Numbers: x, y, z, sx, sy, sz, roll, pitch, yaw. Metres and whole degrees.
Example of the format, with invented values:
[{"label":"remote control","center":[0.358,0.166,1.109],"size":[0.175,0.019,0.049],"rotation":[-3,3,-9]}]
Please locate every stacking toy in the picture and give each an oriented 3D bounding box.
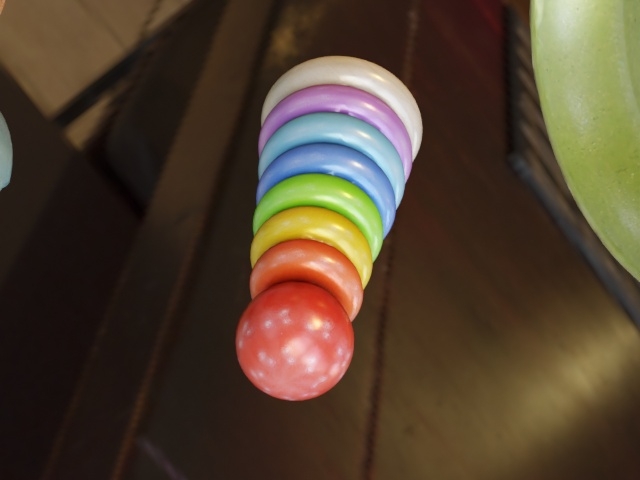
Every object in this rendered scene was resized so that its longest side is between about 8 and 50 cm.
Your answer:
[{"label":"stacking toy","center":[0.000,0.000,1.447],"size":[0.141,0.141,0.330],"rotation":[45,34,-28]}]

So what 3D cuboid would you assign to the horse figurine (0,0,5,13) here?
[{"label":"horse figurine","center":[-0.371,-0.201,1.623],"size":[0.263,0.066,0.174],"rotation":[-41,98,-32]}]

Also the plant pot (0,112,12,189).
[{"label":"plant pot","center":[-0.421,-0.121,1.361],"size":[0.334,0.341,0.341],"rotation":[56,12,-49]}]

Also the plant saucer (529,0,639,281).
[{"label":"plant saucer","center":[0.164,-0.088,0.616],"size":[0.037,0.241,0.241],"rotation":[0,53,-35]}]
